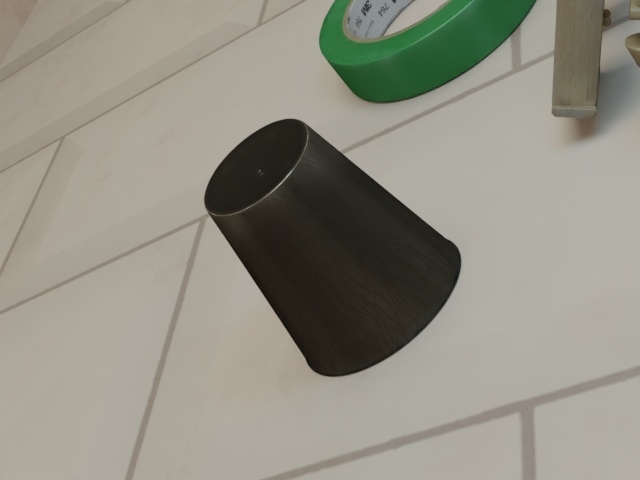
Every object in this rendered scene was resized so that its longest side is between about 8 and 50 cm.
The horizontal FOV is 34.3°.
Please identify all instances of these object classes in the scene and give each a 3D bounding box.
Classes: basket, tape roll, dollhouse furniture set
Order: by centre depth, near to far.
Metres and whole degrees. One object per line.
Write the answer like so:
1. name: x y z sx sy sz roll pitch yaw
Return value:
1. dollhouse furniture set: 0.421 -0.225 1.044 0.356 0.173 0.303 5 35 14
2. basket: 0.000 0.000 1.053 0.204 0.227 0.154 -39 32 6
3. tape roll: 0.149 -0.331 1.430 0.321 0.077 0.321 -29 35 22
